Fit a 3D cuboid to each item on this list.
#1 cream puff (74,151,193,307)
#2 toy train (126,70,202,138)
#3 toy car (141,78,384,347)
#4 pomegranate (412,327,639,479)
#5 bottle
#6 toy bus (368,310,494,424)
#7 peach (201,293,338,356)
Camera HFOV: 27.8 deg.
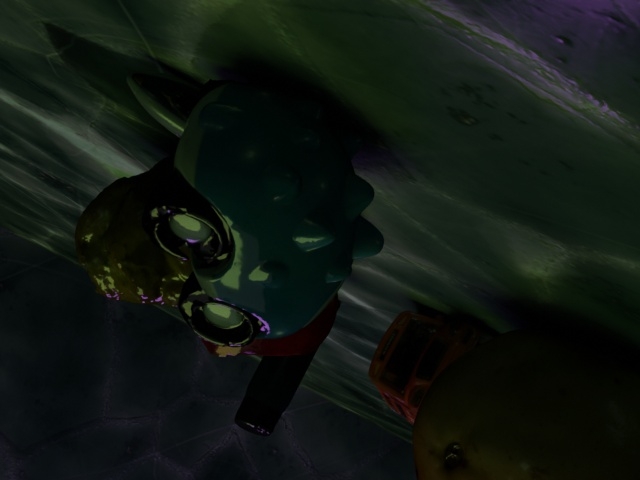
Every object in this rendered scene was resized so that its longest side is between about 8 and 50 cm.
[{"bbox_3d":[-0.173,-0.001,1.579,0.196,0.244,0.244,64,166,1],"label":"cream puff"},{"bbox_3d":[-0.084,-0.100,1.302,0.252,0.055,0.048,31,168,-20],"label":"toy train"},{"bbox_3d":[-0.038,-0.024,1.190,0.190,0.188,0.255,4,137,16],"label":"toy car"},{"bbox_3d":[0.262,0.243,1.500,0.319,0.319,0.319,26,168,6],"label":"pomegranate"},{"bbox_3d":[-0.056,0.189,2.027,0.072,0.244,0.082,35,165,-33],"label":"bottle"},{"bbox_3d":[0.158,0.190,1.811,0.153,0.143,0.329,27,171,14],"label":"toy bus"},{"bbox_3d":[-0.077,0.092,1.794,0.190,0.192,0.190,37,175,4],"label":"peach"}]
